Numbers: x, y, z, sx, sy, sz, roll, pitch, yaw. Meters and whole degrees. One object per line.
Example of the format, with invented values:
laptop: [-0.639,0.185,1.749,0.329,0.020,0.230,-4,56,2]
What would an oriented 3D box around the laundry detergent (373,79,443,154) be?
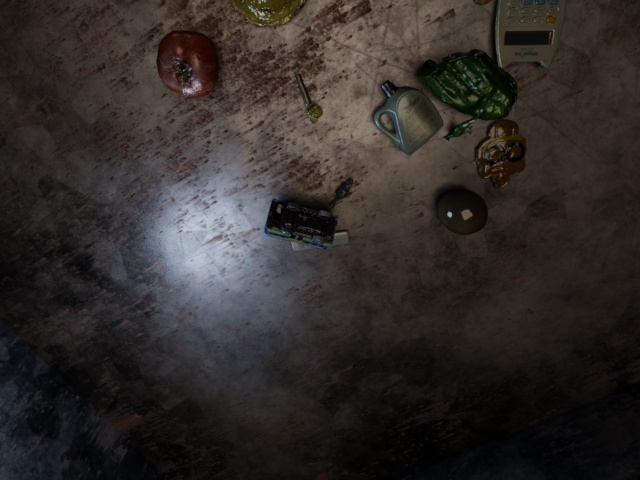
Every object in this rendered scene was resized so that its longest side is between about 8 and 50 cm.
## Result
laundry detergent: [0.325,-0.497,1.615,0.280,0.105,0.215,41,108,-18]

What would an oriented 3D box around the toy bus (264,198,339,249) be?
toy bus: [-0.083,-0.066,1.734,0.288,0.175,0.138,14,80,-7]

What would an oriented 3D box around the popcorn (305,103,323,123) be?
popcorn: [-0.025,-0.499,1.629,0.068,0.059,0.083,5,121,-4]

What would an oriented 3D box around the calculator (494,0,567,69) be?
calculator: [0.770,-0.839,1.516,0.256,0.054,0.385,-1,112,-1]

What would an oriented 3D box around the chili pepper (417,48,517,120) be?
chili pepper: [0.560,-0.596,1.544,0.385,0.167,0.213,19,122,-18]

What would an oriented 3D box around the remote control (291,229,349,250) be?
remote control: [0.000,0.000,1.858,0.261,0.029,0.067,-8,112,-1]

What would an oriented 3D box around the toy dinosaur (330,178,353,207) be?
toy dinosaur: [0.092,-0.203,1.760,0.049,0.055,0.154,32,106,-18]

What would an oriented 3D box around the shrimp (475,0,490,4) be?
shrimp: [0.608,-0.947,1.475,0.092,0.043,0.183,5,119,-12]

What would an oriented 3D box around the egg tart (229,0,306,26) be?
egg tart: [-0.193,-0.918,1.409,0.342,0.132,0.341,-1,114,-2]

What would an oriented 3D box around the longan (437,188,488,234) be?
longan: [0.604,-0.118,1.739,0.220,0.196,0.196,33,108,-18]

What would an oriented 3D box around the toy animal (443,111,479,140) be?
toy animal: [0.578,-0.446,1.618,0.075,0.217,0.041,2,78,-20]

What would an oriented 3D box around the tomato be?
tomato: [-0.474,-0.638,1.488,0.232,0.188,0.231,6,123,9]

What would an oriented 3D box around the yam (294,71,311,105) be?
yam: [-0.067,-0.593,1.603,0.033,0.027,0.129,1,122,41]

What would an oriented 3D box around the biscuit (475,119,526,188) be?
biscuit: [0.758,-0.356,1.725,0.209,0.041,0.290,-9,112,3]
